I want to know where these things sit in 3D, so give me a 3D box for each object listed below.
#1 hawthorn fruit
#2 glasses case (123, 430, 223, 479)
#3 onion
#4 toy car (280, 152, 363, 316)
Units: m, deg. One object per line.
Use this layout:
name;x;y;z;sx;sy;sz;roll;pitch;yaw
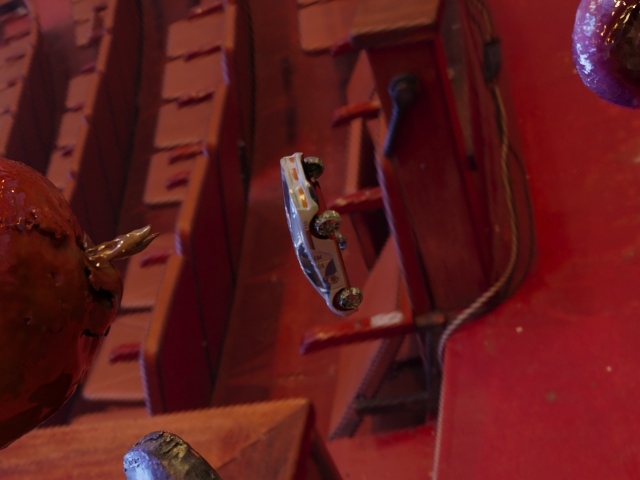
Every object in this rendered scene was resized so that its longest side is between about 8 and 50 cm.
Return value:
hawthorn fruit;-0.279;0.043;0.846;0.307;0.276;0.276;-20;33;3
glasses case;-0.084;0.296;0.947;0.067;0.282;0.109;-35;5;-37
onion;0.382;-0.238;1.223;0.177;0.177;0.153;-25;37;-3
toy car;0.000;0.000;1.067;0.056;0.205;0.095;-17;47;0
